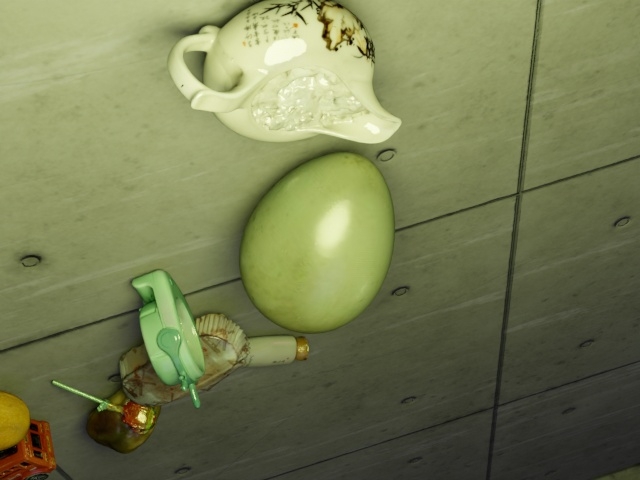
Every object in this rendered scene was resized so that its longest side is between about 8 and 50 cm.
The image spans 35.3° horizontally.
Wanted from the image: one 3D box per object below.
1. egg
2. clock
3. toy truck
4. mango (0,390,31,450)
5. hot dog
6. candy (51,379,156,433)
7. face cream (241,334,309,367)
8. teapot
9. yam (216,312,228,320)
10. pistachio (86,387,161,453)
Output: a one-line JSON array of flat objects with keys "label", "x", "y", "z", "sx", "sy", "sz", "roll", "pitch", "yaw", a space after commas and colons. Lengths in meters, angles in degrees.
[{"label": "egg", "x": 0.000, "y": 0.000, "z": 1.459, "sx": 0.218, "sy": 0.218, "sz": 0.295, "roll": 1, "pitch": 131, "yaw": -29}, {"label": "clock", "x": -0.234, "y": 0.161, "z": 1.590, "sx": 0.066, "sy": 0.211, "sz": 0.159, "roll": -20, "pitch": 147, "yaw": 0}, {"label": "toy truck", "x": -0.629, "y": 0.426, "z": 1.896, "sx": 0.253, "sy": 0.107, "sz": 0.114, "roll": -26, "pitch": 151, "yaw": 12}, {"label": "mango", "x": -0.631, "y": 0.314, "z": 1.723, "sx": 0.262, "sy": 0.109, "sz": 0.157, "roll": 2, "pitch": 153, "yaw": -23}, {"label": "hot dog", "x": -0.240, "y": 0.214, "z": 1.769, "sx": 0.268, "sy": 0.075, "sz": 0.144, "roll": -26, "pitch": 125, "yaw": 24}, {"label": "candy", "x": -0.391, "y": 0.292, "z": 1.818, "sx": 0.201, "sy": 0.060, "sz": 0.060, "roll": 23, "pitch": 136, "yaw": -11}, {"label": "face cream", "x": -0.110, "y": 0.208, "z": 1.883, "sx": 0.182, "sy": 0.051, "sz": 0.072, "roll": 0, "pitch": 141, "yaw": -29}, {"label": "teapot", "x": -0.050, "y": -0.192, "z": 1.196, "sx": 0.300, "sy": 0.166, "sz": 0.208, "roll": -6, "pitch": 160, "yaw": -38}, {"label": "yam", "x": -0.215, "y": 0.178, "z": 1.802, "sx": 0.032, "sy": 0.032, "sz": 0.145, "roll": 11, "pitch": 139, "yaw": -40}, {"label": "pistachio", "x": -0.375, "y": 0.347, "z": 1.910, "sx": 0.189, "sy": 0.110, "sz": 0.100, "roll": -37, "pitch": 176, "yaw": 26}]
